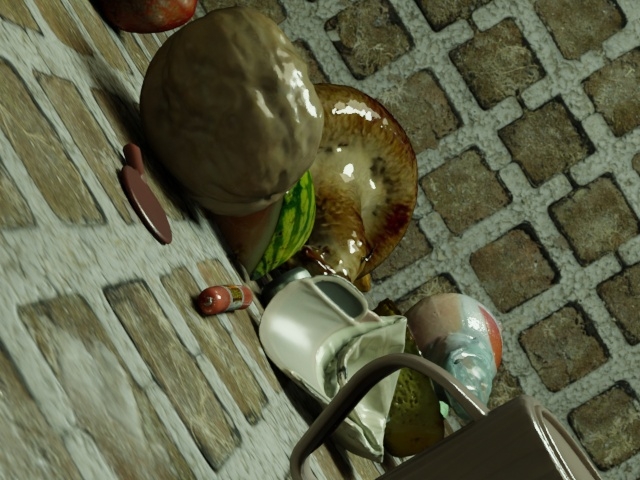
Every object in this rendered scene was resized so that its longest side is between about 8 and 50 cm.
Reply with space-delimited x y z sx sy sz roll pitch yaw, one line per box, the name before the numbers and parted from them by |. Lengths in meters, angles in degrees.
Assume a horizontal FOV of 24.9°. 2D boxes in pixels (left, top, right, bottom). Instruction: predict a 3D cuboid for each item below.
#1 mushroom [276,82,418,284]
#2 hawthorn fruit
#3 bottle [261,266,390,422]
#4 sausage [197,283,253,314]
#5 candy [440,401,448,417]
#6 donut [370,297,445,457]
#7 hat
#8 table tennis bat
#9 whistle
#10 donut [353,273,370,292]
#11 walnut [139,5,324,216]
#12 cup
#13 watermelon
mushroom | 0.010 -0.080 2.253 0.331 0.334 0.356 55 -9 -11
hawthorn fruit | -0.263 -0.395 2.259 0.181 0.181 0.235 59 5 12
bottle | 0.007 0.161 2.041 0.253 0.079 0.096 58 -20 8
sausage | -0.110 0.068 1.680 0.034 0.034 0.253 59 5 3
candy | 0.076 0.184 2.596 0.440 0.119 0.119 49 7 -19
donut | 0.102 0.227 2.289 0.272 0.107 0.272 159 -90 -82
hat | 0.008 0.176 1.901 0.226 0.164 0.219 22 50 -8
table tennis bat | -0.200 -0.057 1.633 0.098 0.019 0.154 53 9 -43
whistle | 0.222 0.191 2.305 0.189 0.189 0.348 57 5 -18
donut | 0.001 0.001 2.795 0.277 0.108 0.277 58 4 -6
walnut | -0.118 -0.170 1.897 0.273 0.227 0.273 154 -90 -89
cup | 0.103 0.256 1.207 0.208 0.273 0.288 42 17 -50
watermelon | -0.083 -0.107 2.052 0.128 0.159 0.303 108 -38 -55
